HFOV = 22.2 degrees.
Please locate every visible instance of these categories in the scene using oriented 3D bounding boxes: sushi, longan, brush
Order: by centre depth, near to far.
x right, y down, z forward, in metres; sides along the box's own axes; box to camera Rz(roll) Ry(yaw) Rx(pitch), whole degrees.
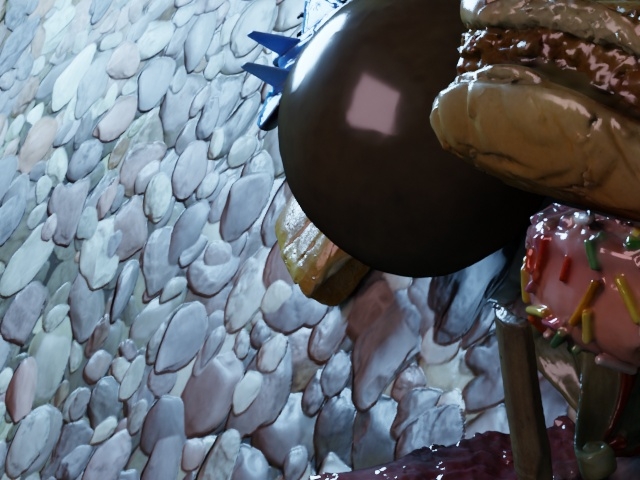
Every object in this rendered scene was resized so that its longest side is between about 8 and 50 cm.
[{"bbox_3d":[0.126,0.158,0.996,0.036,0.248,0.043,-20,23,-24],"label":"brush"},{"bbox_3d":[0.061,0.199,1.084,0.241,0.161,0.107,-53,31,11],"label":"sushi"},{"bbox_3d":[0.082,-0.088,1.247,0.248,0.248,0.248,-34,39,34],"label":"longan"}]

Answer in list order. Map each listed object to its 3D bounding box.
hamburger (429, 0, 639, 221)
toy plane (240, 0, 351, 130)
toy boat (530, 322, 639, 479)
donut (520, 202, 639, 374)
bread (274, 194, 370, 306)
[{"bbox_3d":[0.220,-0.089,1.037,0.283,0.259,0.145,14,103,53],"label":"hamburger"},{"bbox_3d":[0.026,-0.194,1.550,0.246,0.078,0.169,-19,49,37],"label":"toy plane"},{"bbox_3d":[0.184,0.094,1.072,0.071,0.089,0.185,-15,25,1],"label":"toy boat"},{"bbox_3d":[0.217,0.042,0.954,0.199,0.232,0.085,-153,79,-71],"label":"donut"},{"bbox_3d":[0.000,0.000,1.440,0.074,0.053,0.132,-48,31,17],"label":"bread"}]
